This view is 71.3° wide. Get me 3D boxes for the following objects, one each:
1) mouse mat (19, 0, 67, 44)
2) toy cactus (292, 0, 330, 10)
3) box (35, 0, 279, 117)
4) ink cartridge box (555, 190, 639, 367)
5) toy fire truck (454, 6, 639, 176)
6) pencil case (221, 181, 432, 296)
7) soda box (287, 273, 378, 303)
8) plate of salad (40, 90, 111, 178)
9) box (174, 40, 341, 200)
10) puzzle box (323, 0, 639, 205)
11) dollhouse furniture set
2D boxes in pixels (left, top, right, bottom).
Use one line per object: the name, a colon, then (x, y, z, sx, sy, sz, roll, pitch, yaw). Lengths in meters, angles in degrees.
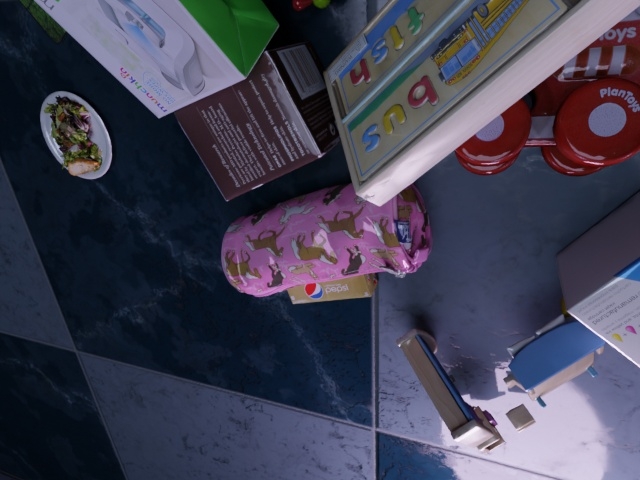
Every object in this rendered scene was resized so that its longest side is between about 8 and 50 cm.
mouse mat: (-0.552, -0.509, 0.874, 0.152, 0.007, 0.190, -34, 101, 33)
toy cactus: (0.033, -0.440, 0.620, 0.180, 0.112, 0.219, 2, 117, 1)
box: (-0.233, -0.327, 0.604, 0.231, 0.127, 0.262, -4, 143, 41)
ink cartridge box: (0.502, 0.080, 0.642, 0.232, 0.168, 0.171, 37, 124, 0)
toy fire truck: (0.291, -0.220, 0.596, 0.302, 0.169, 0.254, 4, 94, 21)
pencil case: (0.000, 0.000, 0.820, 0.386, 0.167, 0.160, -12, 128, 29)
soda box: (0.022, 0.084, 0.915, 0.181, 0.061, 0.058, -10, 112, 27)
plate of salad: (-0.558, -0.230, 1.002, 0.199, 0.048, 0.200, 11, 120, 19)
box: (-0.088, -0.199, 0.744, 0.203, 0.168, 0.167, -20, 108, 31)
puzzle box: (0.172, -0.262, 0.556, 0.052, 0.272, 0.409, 20, 134, -38)
dollhouse furniture set: (0.352, 0.219, 0.840, 0.303, 0.198, 0.286, -36, 140, 10)
